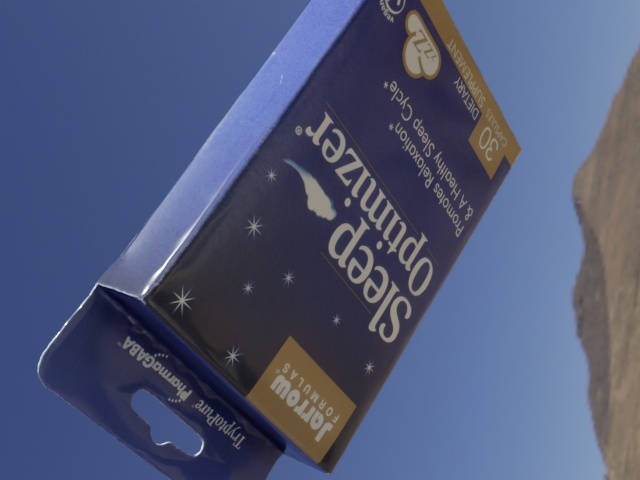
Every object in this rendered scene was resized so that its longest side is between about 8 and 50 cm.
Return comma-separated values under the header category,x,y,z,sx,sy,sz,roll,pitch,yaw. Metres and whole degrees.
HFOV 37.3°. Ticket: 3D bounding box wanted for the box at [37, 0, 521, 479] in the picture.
category,x,y,z,sx,sy,sz,roll,pitch,yaw
box,0.000,0.000,0.396,0.225,0.036,0.136,-56,-47,-19
